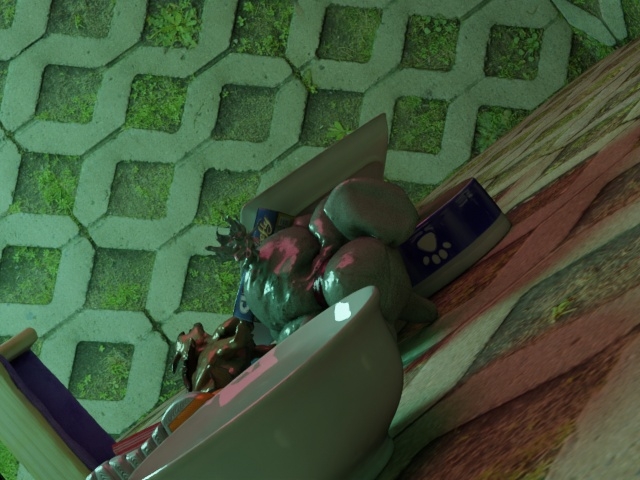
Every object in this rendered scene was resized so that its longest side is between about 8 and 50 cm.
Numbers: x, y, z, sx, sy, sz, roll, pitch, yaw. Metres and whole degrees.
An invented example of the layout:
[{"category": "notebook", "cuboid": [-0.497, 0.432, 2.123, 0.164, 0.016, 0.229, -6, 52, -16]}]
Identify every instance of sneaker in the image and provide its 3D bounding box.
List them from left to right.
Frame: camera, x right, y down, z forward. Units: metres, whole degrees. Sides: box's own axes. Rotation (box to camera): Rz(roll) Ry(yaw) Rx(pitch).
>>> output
[{"category": "sneaker", "cuboid": [-0.180, 0.307, 1.290, 0.321, 0.124, 0.180, -41, -18, 24]}]

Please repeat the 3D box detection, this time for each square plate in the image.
[{"category": "square plate", "cuboid": [0.000, 0.000, 1.620, 0.344, 0.049, 0.347, -37, -34, -35]}]

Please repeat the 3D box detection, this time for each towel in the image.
[{"category": "towel", "cuboid": [-0.232, 0.308, 1.451, 0.144, 0.029, 0.197, -25, 10, -19]}]

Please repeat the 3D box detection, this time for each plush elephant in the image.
[{"category": "plush elephant", "cuboid": [0.039, 0.060, 1.309, 0.330, 0.255, 0.272, 29, -103, -52]}]

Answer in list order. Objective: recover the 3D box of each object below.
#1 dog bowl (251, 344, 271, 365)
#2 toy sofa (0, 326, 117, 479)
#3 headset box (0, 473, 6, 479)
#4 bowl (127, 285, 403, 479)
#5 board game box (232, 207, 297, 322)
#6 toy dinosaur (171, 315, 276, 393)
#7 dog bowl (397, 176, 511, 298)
[{"category": "dog bowl", "cuboid": [-0.186, 0.310, 1.871, 0.297, 0.074, 0.166, -40, 3, -39]}, {"category": "toy sofa", "cuboid": [-0.413, 0.316, 1.561, 0.177, 0.362, 0.150, -45, -3, 36]}, {"category": "headset box", "cuboid": [-0.621, 0.563, 1.637, 0.293, 0.218, 0.110, -37, 1, -12]}, {"category": "bowl", "cuboid": [-0.025, 0.182, 0.904, 0.298, 0.134, 0.298, -38, 2, 2]}, {"category": "board game box", "cuboid": [-0.025, 0.053, 1.476, 0.042, 0.165, 0.243, 12, -2, 37]}, {"category": "toy dinosaur", "cuboid": [-0.157, 0.203, 1.486, 0.200, 0.127, 0.296, -36, 9, 10]}, {"category": "dog bowl", "cuboid": [0.186, 0.010, 1.631, 0.265, 0.104, 0.265, -38, 2, 1]}]
